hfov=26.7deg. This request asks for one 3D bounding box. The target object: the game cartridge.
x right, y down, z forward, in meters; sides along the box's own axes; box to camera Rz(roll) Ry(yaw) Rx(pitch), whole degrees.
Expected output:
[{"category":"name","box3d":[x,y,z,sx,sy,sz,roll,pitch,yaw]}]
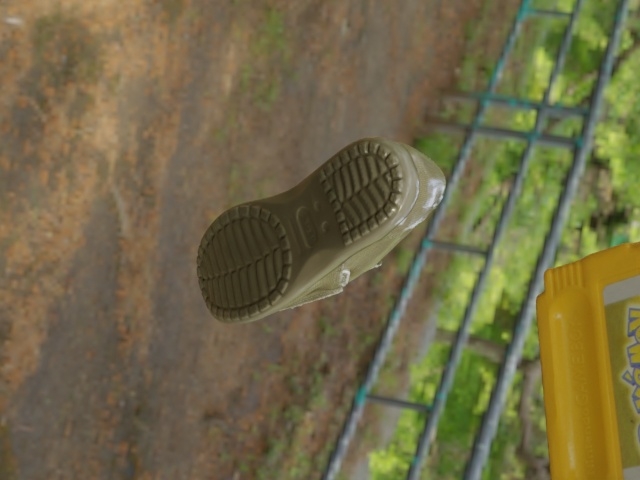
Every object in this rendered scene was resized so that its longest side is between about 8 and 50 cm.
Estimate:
[{"category":"game cartridge","box3d":[0.349,0.130,1.322,0.053,0.324,0.285,13,66,-39]}]

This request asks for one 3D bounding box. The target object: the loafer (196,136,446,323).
[{"category":"loafer","box3d":[0.000,0.000,0.605,0.050,0.148,0.056,1,71,-43]}]
